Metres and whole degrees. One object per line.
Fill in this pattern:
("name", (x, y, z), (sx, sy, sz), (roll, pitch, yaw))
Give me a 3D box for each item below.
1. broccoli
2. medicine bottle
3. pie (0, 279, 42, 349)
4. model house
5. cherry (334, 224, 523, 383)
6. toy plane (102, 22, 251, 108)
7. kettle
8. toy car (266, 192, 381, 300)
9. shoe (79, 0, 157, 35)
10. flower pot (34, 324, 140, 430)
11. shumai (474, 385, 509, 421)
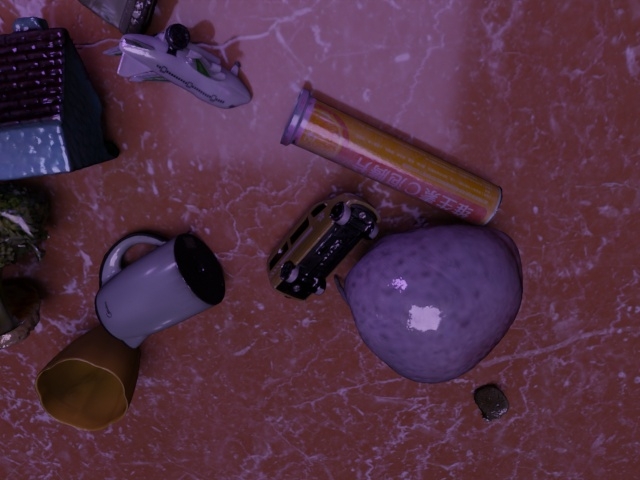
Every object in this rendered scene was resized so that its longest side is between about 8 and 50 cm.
("broccoli", (-0.701, 0.044, 0.937), (0.338, 0.318, 0.277), (7, 160, -39))
("medicine bottle", (0.140, -0.149, 0.957), (0.425, 0.108, 0.108), (22, 113, -10))
("pie", (-0.703, 0.160, 1.072), (0.205, 0.179, 0.084), (-7, 120, -3))
("model house", (-0.535, -0.239, 0.875), (0.280, 0.230, 0.249), (-7, 105, 1))
("cherry", (0.208, 0.106, 0.972), (0.326, 0.292, 0.335), (22, 126, -27))
("toy plane", (-0.227, -0.298, 0.871), (0.255, 0.251, 0.101), (9, 90, -39))
("kettle", (-0.353, 0.083, 1.057), (0.236, 0.161, 0.221), (-28, 84, 16))
("toy car", (0.000, 0.000, 1.014), (0.101, 0.124, 0.257), (27, 114, -36))
("shoe", (-0.311, -0.482, 0.799), (0.149, 0.109, 0.293), (20, 118, -18))
("flower pot", (-0.497, 0.288, 1.127), (0.195, 0.179, 0.195), (0, 115, -1))
("shumai", (0.426, 0.403, 1.239), (0.083, 0.082, 0.080), (-3, 157, 34))
